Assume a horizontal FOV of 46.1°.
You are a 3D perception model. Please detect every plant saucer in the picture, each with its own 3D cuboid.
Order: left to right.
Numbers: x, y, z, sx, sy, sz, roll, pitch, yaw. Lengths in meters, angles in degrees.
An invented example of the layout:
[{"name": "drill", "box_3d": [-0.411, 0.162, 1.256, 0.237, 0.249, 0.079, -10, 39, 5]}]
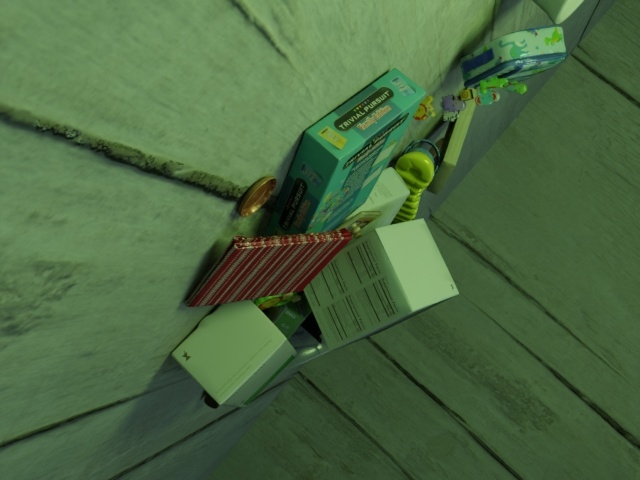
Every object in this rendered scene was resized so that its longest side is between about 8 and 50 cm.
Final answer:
[{"name": "plant saucer", "box_3d": [-0.102, -0.072, 1.206, 0.083, 0.013, 0.083, -46, 168, -12]}, {"name": "plant saucer", "box_3d": [0.340, -0.246, 2.347, 0.168, 0.029, 0.168, -46, 168, -13]}]

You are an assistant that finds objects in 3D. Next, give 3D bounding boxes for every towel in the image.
[{"name": "towel", "box_3d": [-0.090, 0.047, 1.355, 0.275, 0.031, 0.199, -5, 147, -43]}]

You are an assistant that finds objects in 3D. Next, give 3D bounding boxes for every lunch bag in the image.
[{"name": "lunch bag", "box_3d": [0.421, -0.402, 1.671, 0.176, 0.090, 0.219, -11, -179, -20]}]

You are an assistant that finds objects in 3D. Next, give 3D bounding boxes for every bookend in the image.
[{"name": "bookend", "box_3d": [-0.009, 0.166, 2.035, 0.157, 0.156, 0.072, -48, 167, -6]}]

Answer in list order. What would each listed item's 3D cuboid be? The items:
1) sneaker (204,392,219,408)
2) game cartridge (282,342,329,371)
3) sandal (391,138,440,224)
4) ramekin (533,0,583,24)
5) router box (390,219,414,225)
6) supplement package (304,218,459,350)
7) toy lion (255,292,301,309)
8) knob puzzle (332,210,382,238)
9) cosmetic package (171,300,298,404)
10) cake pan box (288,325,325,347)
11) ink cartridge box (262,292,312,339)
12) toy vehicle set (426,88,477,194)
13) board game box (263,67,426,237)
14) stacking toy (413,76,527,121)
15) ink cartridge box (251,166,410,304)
[{"name": "sneaker", "box_3d": [-0.277, 0.400, 2.085, 0.188, 0.066, 0.071, -54, -174, 51]}, {"name": "game cartridge", "box_3d": [-0.102, 0.352, 2.235, 0.297, 0.062, 0.198, -21, 172, -13]}, {"name": "sandal", "box_3d": [0.239, -0.157, 2.019, 0.138, 0.126, 0.317, -59, -179, -36]}, {"name": "ramekin", "box_3d": [0.528, -0.602, 1.554, 0.277, 0.135, 0.277, -47, 170, -11]}, {"name": "router box", "box_3d": [0.164, 0.045, 2.116, 0.243, 0.081, 0.309, -33, -168, 15]}, {"name": "supplement package", "box_3d": [0.131, 0.101, 1.730, 0.263, 0.198, 0.199, -32, 167, 39]}, {"name": "toy lion", "box_3d": [-0.104, 0.138, 1.776, 0.096, 0.034, 0.100, -28, 161, 9]}, {"name": "knob puzzle", "box_3d": [0.039, 0.001, 1.627, 0.213, 0.030, 0.213, -32, 173, -5]}, {"name": "cosmetic package", "box_3d": [-0.177, 0.250, 1.667, 0.197, 0.155, 0.365, -44, 170, -7]}, {"name": "cake pan box", "box_3d": [-0.019, 0.249, 2.197, 0.267, 0.070, 0.246, -12, -179, 19]}, {"name": "ink cartridge box", "box_3d": [-0.097, 0.194, 1.915, 0.209, 0.062, 0.109, -51, -158, 15]}, {"name": "toy vehicle set", "box_3d": [0.362, -0.275, 2.049, 0.166, 0.035, 0.267, 109, 2, -65]}, {"name": "board game box", "box_3d": [0.035, -0.128, 1.384, 0.254, 0.079, 0.336, -41, 166, -35]}, {"name": "stacking toy", "box_3d": [0.334, -0.311, 1.672, 0.221, 0.052, 0.167, -11, -179, 32]}, {"name": "ink cartridge box", "box_3d": [0.000, 0.000, 1.791, 0.385, 0.091, 0.308, -22, 156, -32]}]
